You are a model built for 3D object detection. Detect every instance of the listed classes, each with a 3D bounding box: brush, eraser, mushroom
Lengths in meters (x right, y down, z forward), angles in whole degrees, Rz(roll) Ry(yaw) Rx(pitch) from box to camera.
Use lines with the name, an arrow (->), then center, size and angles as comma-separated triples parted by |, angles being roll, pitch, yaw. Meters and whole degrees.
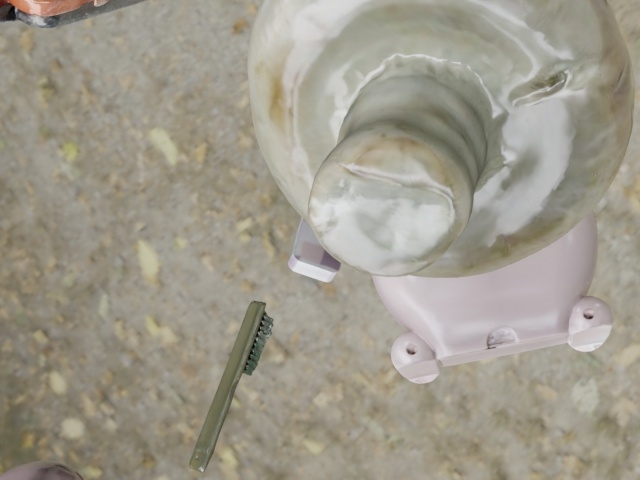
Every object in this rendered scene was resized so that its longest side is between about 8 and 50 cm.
brush -> -0.091, 0.156, 1.371 | 0.027, 0.190, 0.034 | 28, 165, -31
eraser -> 0.000, 0.000, 1.657 | 0.065, 0.105, 0.026 | 21, 141, -9
mushroom -> 0.066, -0.069, 0.765 | 0.243, 0.243, 0.243 | 21, 129, 27

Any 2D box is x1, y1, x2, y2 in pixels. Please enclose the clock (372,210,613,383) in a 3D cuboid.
clock -> 0.209, -0.002, 1.705 | 0.184, 0.342, 0.325 | 74, -174, -72

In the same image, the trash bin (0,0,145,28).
trash bin -> -0.164, -0.269, 0.831 | 0.161, 0.184, 0.238 | 51, 149, 26

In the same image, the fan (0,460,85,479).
fan -> -0.185, 0.209, 0.652 | 0.130, 0.244, 0.074 | -19, 118, 34
